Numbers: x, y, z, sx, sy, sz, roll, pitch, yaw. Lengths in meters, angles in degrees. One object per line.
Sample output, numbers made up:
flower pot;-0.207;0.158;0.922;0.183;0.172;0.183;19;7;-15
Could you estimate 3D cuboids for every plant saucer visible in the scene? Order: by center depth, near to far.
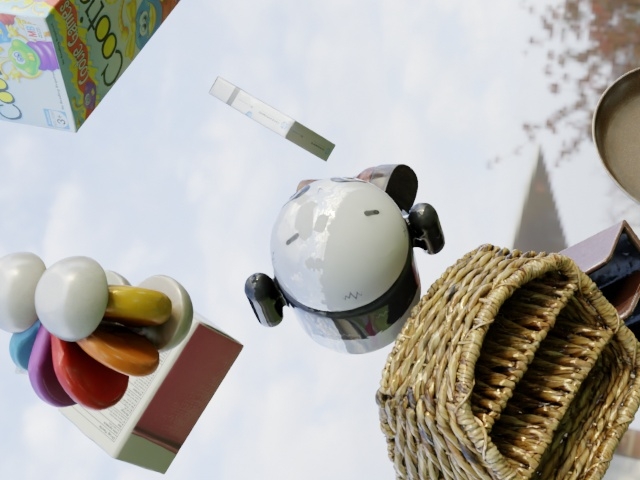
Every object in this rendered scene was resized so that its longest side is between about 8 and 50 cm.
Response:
plant saucer;0.578;-0.146;1.869;0.050;0.311;0.310;96;-164;-59

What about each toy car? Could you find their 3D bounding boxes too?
toy car;-0.217;0.087;1.088;0.159;0.182;0.136;17;-101;-50

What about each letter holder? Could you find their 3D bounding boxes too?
letter holder;0.318;0.137;1.651;0.152;0.302;0.214;53;-143;-8

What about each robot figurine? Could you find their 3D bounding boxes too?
robot figurine;0.033;0.034;1.452;0.209;0.174;0.278;-60;-21;-16

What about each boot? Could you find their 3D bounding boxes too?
boot;0.000;0.000;1.843;0.096;0.280;0.264;31;-112;-32

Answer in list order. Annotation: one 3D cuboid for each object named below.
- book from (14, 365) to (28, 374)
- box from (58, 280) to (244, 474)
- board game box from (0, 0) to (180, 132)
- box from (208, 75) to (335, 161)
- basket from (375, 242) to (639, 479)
book;-0.405;0.192;1.873;0.096;0.144;0.035;124;148;-57
box;-0.250;0.204;1.762;0.232;0.149;0.127;-58;-38;-2
board game box;-0.269;-0.260;1.263;0.144;0.142;0.275;84;-156;-43
box;-0.081;-0.206;2.014;0.038;0.186;0.145;-61;-31;3
basket;0.231;0.150;1.363;0.299;0.223;0.213;-47;-43;-38
